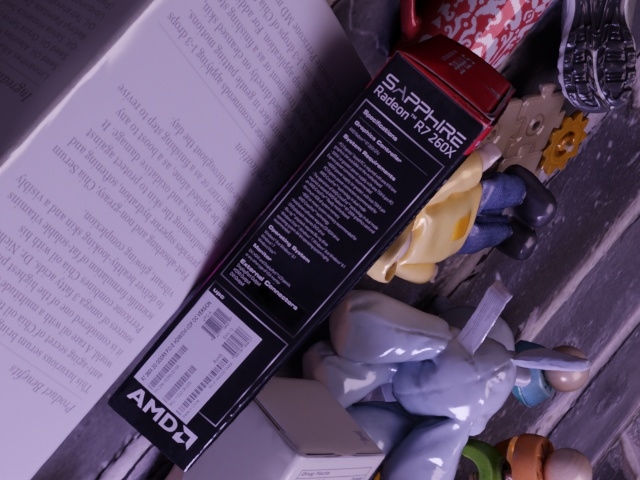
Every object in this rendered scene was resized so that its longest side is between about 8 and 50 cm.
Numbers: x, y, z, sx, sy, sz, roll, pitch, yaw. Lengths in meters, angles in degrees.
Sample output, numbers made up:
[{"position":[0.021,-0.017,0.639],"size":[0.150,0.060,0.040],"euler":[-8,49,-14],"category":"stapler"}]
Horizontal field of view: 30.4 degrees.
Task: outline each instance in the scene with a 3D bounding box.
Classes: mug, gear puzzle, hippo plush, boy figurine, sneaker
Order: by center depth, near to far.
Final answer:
[{"position":[0.136,-0.230,1.148],"size":[0.169,0.150,0.113],"euler":[-54,180,4],"category":"mug"},{"position":[0.127,-0.024,1.213],"size":[0.285,0.092,0.177],"euler":[-8,135,-48],"category":"boy figurine"},{"position":[0.308,-0.282,1.299],"size":[0.108,0.100,0.271],"euler":[-78,174,-72],"category":"sneaker"},{"position":[0.197,-0.106,1.334],"size":[0.339,0.044,0.175],"euler":[-15,134,-40],"category":"gear puzzle"},{"position":[0.123,0.130,1.336],"size":[0.294,0.234,0.236],"euler":[-49,177,18],"category":"hippo plush"}]

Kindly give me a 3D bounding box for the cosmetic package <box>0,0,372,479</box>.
[{"position":[-0.192,-0.042,0.848],"size":[0.453,0.161,0.230],"euler":[-50,144,-9],"category":"cosmetic package"}]

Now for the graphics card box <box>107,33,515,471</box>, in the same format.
[{"position":[0.000,0.000,0.967],"size":[0.371,0.094,0.233],"euler":[-51,178,19],"category":"graphics card box"}]

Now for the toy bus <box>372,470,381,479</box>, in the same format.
[{"position":[0.153,0.381,1.571],"size":[0.108,0.130,0.333],"euler":[-56,143,2],"category":"toy bus"}]

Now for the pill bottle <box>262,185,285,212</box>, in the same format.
[{"position":[-0.016,-0.073,1.100],"size":[0.067,0.067,0.120],"euler":[-18,129,-39],"category":"pill bottle"}]

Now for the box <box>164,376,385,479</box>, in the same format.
[{"position":[-0.089,0.294,1.204],"size":[0.148,0.121,0.311],"euler":[14,115,-51],"category":"box"}]

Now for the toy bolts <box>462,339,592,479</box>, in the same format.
[{"position":[0.283,0.244,1.517],"size":[0.218,0.159,0.228],"euler":[28,56,-56],"category":"toy bolts"}]
